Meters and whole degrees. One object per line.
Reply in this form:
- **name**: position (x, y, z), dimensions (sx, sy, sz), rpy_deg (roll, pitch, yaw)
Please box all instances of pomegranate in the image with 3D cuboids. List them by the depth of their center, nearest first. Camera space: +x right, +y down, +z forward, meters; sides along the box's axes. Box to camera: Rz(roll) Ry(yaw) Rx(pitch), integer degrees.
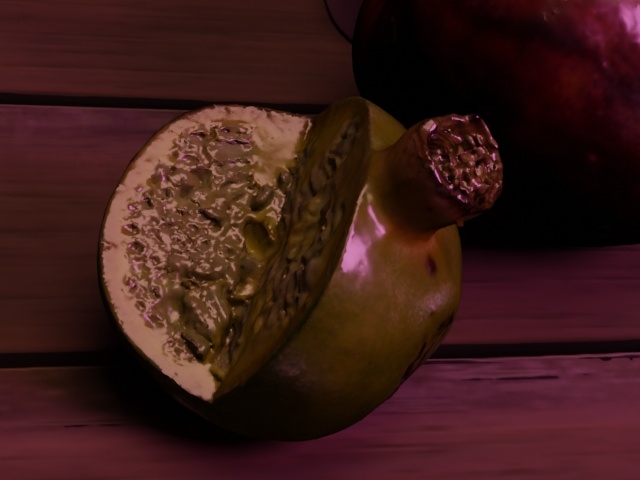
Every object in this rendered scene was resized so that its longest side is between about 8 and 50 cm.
- **pomegranate**: position (0.004, 0.009, 0.777), dimensions (0.169, 0.122, 0.143), rpy_deg (-14, 41, 22)

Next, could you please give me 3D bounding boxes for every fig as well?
- **fig**: position (0.135, -0.064, 0.903), dimensions (0.249, 0.186, 0.204), rpy_deg (46, 21, -18)

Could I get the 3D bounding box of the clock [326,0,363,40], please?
- **clock**: position (0.075, -0.151, 1.046), dimensions (0.152, 0.050, 0.110), rpy_deg (-3, 45, -24)
